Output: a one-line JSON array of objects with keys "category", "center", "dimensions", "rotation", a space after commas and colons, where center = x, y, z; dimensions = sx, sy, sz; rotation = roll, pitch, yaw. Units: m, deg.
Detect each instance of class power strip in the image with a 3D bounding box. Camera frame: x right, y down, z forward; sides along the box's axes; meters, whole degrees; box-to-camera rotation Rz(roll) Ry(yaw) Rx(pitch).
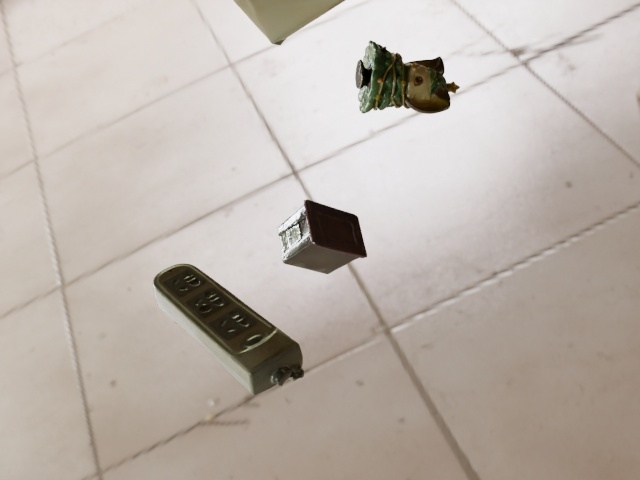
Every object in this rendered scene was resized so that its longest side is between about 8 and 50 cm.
[{"category": "power strip", "center": [-0.131, 0.108, 1.381], "dimensions": [0.080, 0.048, 0.286], "rotation": [-27, 40, -28]}]

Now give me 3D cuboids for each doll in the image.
[{"category": "doll", "center": [0.087, -0.162, 1.127], "dimensions": [0.077, 0.113, 0.078], "rotation": [-49, 35, 43]}]

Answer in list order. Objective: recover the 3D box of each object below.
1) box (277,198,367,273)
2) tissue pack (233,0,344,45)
[{"category": "box", "center": [0.000, 0.000, 1.193], "dimensions": [0.063, 0.084, 0.060], "rotation": [-37, 54, 36]}, {"category": "tissue pack", "center": [0.020, -0.419, 0.922], "dimensions": [0.404, 0.332, 0.205], "rotation": [-25, 32, 34]}]
